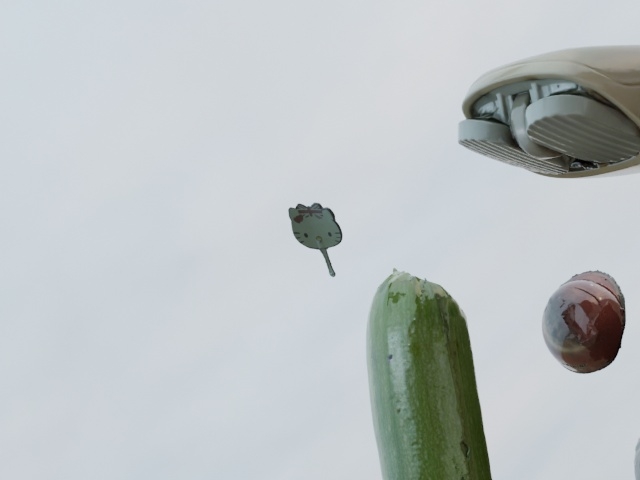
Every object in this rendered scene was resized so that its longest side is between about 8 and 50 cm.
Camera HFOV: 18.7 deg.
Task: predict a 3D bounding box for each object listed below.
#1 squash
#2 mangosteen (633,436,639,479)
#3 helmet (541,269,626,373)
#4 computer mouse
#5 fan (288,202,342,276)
[{"bbox_3d":[0.069,0.132,1.165,0.069,0.239,0.069,-9,-7,-1],"label":"squash"},{"bbox_3d":[0.381,0.142,1.456,0.347,0.307,0.307,-45,-21,19],"label":"mangosteen"},{"bbox_3d":[0.199,0.058,1.499,0.049,0.065,0.084,28,-119,-57],"label":"helmet"},{"bbox_3d":[0.209,-0.087,1.342,0.236,0.082,0.145,-5,-4,-39],"label":"computer mouse"},{"bbox_3d":[0.000,0.000,1.851,0.004,0.056,0.083,-49,-53,-45],"label":"fan"}]
